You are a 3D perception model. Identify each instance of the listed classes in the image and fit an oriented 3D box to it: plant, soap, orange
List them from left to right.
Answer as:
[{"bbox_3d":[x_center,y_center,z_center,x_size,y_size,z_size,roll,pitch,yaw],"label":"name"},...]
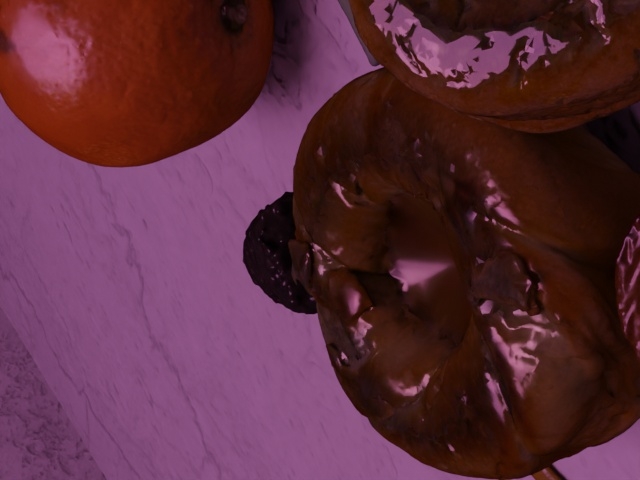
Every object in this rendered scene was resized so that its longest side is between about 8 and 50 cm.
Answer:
[{"bbox_3d":[-0.195,-0.227,1.177,0.312,0.312,0.312,42,144,40],"label":"orange"},{"bbox_3d":[0.000,0.000,1.181,0.142,0.131,0.203,71,163,-5],"label":"plant"},{"bbox_3d":[0.213,0.223,1.098,0.089,0.012,0.034,49,148,31],"label":"soap"}]

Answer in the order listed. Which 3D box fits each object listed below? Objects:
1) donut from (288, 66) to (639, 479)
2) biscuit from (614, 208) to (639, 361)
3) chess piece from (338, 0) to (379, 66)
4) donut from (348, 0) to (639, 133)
[{"bbox_3d":[0.114,0.020,0.922,0.360,0.170,0.360,33,131,48],"label":"donut"},{"bbox_3d":[0.279,0.031,0.719,0.187,0.027,0.188,10,114,23],"label":"biscuit"},{"bbox_3d":[0.028,-0.291,0.868,0.194,0.194,0.299,-1,119,62],"label":"chess piece"},{"bbox_3d":[0.140,-0.176,0.693,0.261,0.128,0.208,-27,83,28],"label":"donut"}]
